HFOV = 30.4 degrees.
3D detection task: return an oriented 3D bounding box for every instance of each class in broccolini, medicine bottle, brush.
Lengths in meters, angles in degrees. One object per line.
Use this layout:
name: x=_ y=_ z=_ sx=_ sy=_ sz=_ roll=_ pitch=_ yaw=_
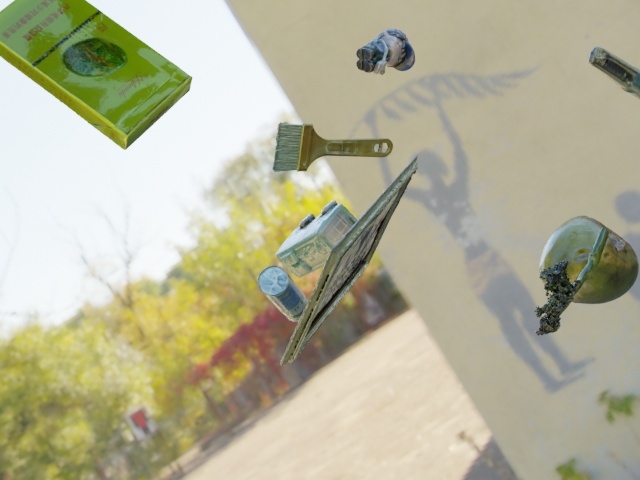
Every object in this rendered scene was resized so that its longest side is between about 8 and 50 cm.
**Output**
broccolini: x=0.435 y=0.041 z=2.022 sx=0.271 sy=0.062 sz=0.123 roll=-47 pitch=-27 yaw=-39
medicine bottle: x=-0.057 y=0.088 z=1.902 sx=0.051 sy=0.051 sz=0.191 roll=-31 pitch=-20 yaw=1
brush: x=0.024 y=-0.153 z=1.954 sx=0.218 sy=0.083 sz=0.010 roll=-1 pitch=16 yaw=-26

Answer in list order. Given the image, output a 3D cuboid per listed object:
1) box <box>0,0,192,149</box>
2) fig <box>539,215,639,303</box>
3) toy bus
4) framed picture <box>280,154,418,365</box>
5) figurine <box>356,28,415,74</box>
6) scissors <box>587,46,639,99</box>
box: x=-0.412 y=-0.319 z=2.077 sx=0.187 sy=0.335 sz=0.047 roll=-49 pitch=-9 yaw=-33
fig: x=0.509 y=0.043 z=2.272 sx=0.181 sy=0.181 sz=0.191 roll=-31 pitch=-7 yaw=-45
toy bus: x=0.000 y=0.000 z=2.215 sx=0.109 sy=0.091 sz=0.261 roll=-48 pitch=6 yaw=-23
framed picture: x=0.043 y=0.024 z=1.561 sx=0.273 sy=0.016 sz=0.216 roll=-48 pitch=-14 yaw=-49
figurine: x=0.110 y=-0.342 z=2.156 sx=0.136 sy=0.077 sz=0.079 roll=-21 pitch=29 yaw=-39
scissors: x=0.499 y=-0.254 z=1.880 sx=0.289 sy=0.138 sz=0.041 roll=15 pitch=-74 yaw=-49
